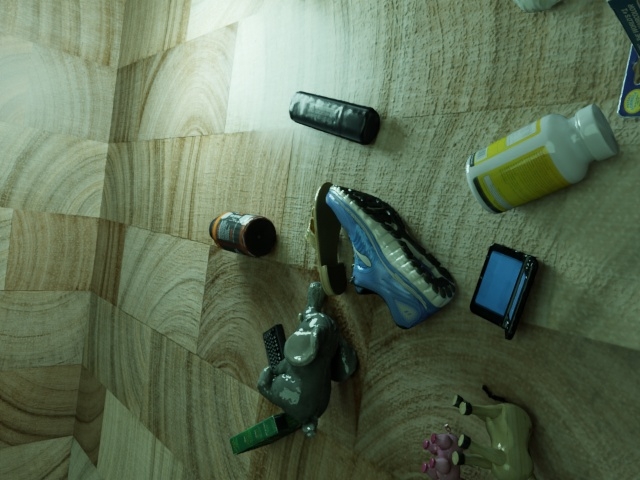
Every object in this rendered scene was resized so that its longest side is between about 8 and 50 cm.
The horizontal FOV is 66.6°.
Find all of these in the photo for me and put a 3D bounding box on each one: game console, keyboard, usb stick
[{"bbox_3d":[0.275,0.074,0.743,0.071,0.107,0.122,18,101,18],"label":"game console"},{"bbox_3d":[-0.092,0.291,1.150,0.108,0.023,0.180,-36,61,39],"label":"keyboard"},{"bbox_3d":[0.022,-0.275,1.075,0.278,0.045,0.077,30,114,45],"label":"usb stick"}]

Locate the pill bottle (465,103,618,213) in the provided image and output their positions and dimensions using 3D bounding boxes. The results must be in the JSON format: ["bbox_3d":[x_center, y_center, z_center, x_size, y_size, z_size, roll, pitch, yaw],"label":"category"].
[{"bbox_3d":[0.312,-0.116,0.698,0.184,0.103,0.103,-26,67,43],"label":"pill bottle"}]

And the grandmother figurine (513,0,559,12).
[{"bbox_3d":[0.339,-0.520,0.727,0.208,0.103,0.343,-170,84,-75],"label":"grandmother figurine"}]

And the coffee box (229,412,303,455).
[{"bbox_3d":[-0.110,0.425,1.089,0.184,0.113,0.041,-39,61,36],"label":"coffee box"}]

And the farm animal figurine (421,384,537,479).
[{"bbox_3d":[0.237,0.417,0.661,0.327,0.172,0.331,-83,12,-76],"label":"farm animal figurine"}]

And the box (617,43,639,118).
[{"bbox_3d":[0.486,-0.208,0.568,0.225,0.036,0.137,14,96,47],"label":"box"}]

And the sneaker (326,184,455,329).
[{"bbox_3d":[0.092,0.024,0.903,0.147,0.129,0.330,-53,51,26],"label":"sneaker"}]

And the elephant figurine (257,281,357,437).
[{"bbox_3d":[-0.014,0.227,0.990,0.185,0.169,0.240,30,93,15],"label":"elephant figurine"}]

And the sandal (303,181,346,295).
[{"bbox_3d":[-0.004,0.000,1.040,0.079,0.088,0.240,-11,82,40],"label":"sandal"}]

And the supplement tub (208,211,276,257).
[{"bbox_3d":[-0.209,-0.020,1.250,0.197,0.106,0.106,10,93,47],"label":"supplement tub"}]

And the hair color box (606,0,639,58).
[{"bbox_3d":[0.411,-0.394,0.540,0.105,0.173,0.348,2,79,47],"label":"hair color box"}]
